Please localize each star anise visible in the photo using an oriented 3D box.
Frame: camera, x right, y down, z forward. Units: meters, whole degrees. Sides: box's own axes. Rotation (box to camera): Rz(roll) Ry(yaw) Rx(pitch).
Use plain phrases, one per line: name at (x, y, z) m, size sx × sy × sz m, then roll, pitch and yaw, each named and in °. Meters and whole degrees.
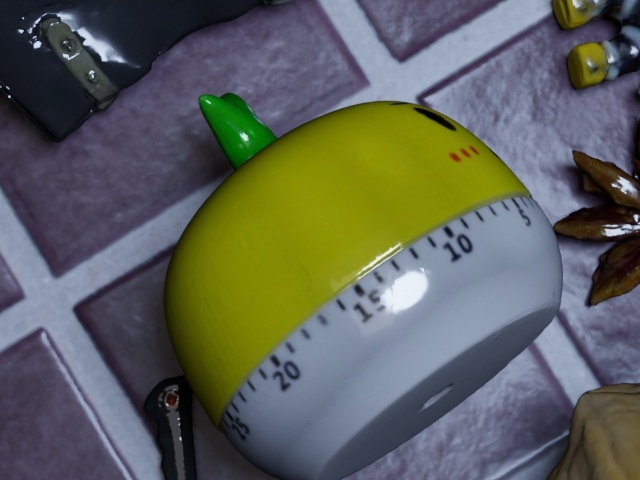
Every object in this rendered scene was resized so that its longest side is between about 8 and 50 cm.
star anise at (0.256, -0.017, 1.051) m, size 0.167 × 0.057 × 0.168 m, roll 0°, pitch 83°, yaw -2°

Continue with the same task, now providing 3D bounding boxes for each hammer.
hammer at (-0.096, 0.244, 1.025) m, size 0.111 × 0.033 × 0.288 m, roll -7°, pitch 85°, yaw -2°

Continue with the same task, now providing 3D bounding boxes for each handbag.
handbag at (-0.160, -0.254, 1.019) m, size 0.342 × 0.152 × 0.288 m, roll -29°, pitch 98°, yaw -1°

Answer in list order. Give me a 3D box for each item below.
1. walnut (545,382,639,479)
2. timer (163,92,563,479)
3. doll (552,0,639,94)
walnut at (0.287, 0.233, 0.919) m, size 0.306 × 0.306 × 0.344 m, roll -42°, pitch 81°, yaw -5°
timer at (0.000, 0.000, 0.947) m, size 0.285 × 0.285 × 0.285 m, roll 0°, pitch 85°, yaw -2°
doll at (0.339, -0.185, 1.047) m, size 0.316 × 0.103 × 0.146 m, roll -14°, pitch 65°, yaw 5°
